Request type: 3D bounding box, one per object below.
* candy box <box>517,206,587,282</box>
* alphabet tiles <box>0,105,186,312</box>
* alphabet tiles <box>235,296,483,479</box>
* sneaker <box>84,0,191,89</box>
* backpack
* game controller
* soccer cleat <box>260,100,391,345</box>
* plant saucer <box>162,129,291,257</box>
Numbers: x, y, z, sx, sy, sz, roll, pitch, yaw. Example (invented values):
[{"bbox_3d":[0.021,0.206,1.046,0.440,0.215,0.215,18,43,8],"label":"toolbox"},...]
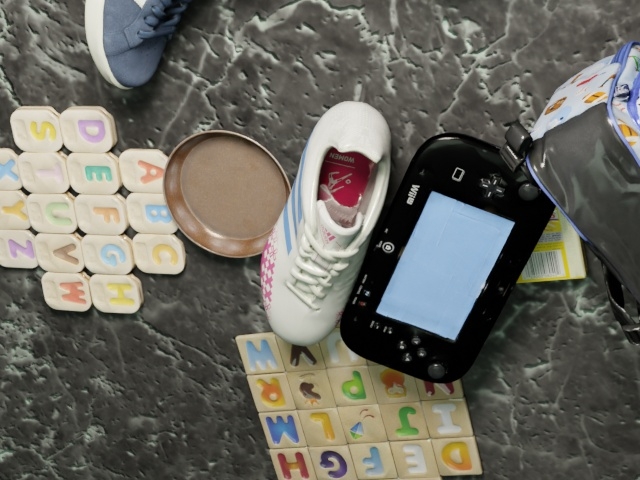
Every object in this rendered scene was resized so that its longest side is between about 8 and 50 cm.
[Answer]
[{"bbox_3d":[0.200,0.001,1.590,0.206,0.027,0.105,-5,111,21],"label":"candy box"},{"bbox_3d":[-0.311,-0.036,1.751,0.278,0.021,0.284,2,115,17],"label":"alphabet tiles"},{"bbox_3d":[0.048,0.211,1.755,0.285,0.011,0.342,-7,113,21],"label":"alphabet tiles"},{"bbox_3d":[-0.149,-0.307,1.489,0.148,0.131,0.350,27,122,18],"label":"sneaker"},{"bbox_3d":[0.334,-0.080,1.370,0.213,0.263,0.276,-29,107,23],"label":"backpack"},{"bbox_3d":[0.141,0.025,1.554,0.166,0.067,0.319,16,121,-11],"label":"game controller"},{"bbox_3d":[0.000,0.000,1.574,0.116,0.143,0.331,11,117,-7],"label":"soccer cleat"},{"bbox_3d":[-0.110,-0.060,1.665,0.168,0.029,0.168,8,118,16],"label":"plant saucer"}]
